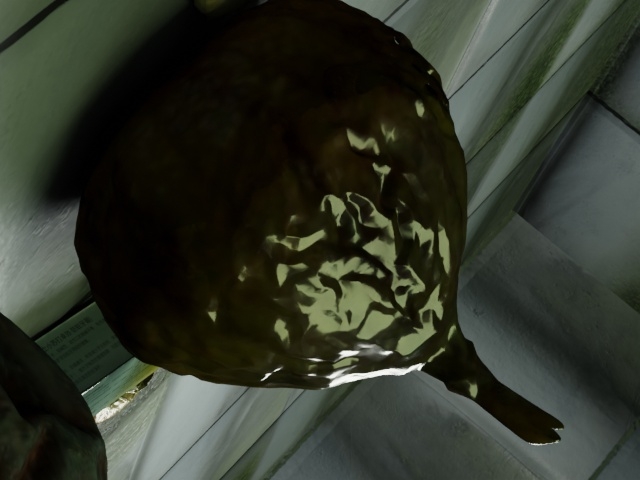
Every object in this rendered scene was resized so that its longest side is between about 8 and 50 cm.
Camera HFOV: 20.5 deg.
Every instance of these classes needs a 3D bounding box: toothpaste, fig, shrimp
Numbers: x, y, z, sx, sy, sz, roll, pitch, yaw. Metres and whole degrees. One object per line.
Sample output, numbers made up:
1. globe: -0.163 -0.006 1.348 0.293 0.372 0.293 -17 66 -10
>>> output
1. toothpaste: -0.201 0.111 1.418 0.089 0.071 0.313 -53 171 34
2. fig: 0.030 0.013 1.216 0.286 0.368 0.286 -56 -179 2
3. shrimp: -0.194 0.143 1.737 0.108 0.023 0.059 -40 158 -49

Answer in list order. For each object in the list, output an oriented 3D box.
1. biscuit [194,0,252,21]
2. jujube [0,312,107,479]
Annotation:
1. biscuit: -0.028 -0.201 1.136 0.152 0.020 0.152 -48 170 -11
2. jujube: -0.260 0.178 0.990 0.317 0.226 0.226 -47 172 15
